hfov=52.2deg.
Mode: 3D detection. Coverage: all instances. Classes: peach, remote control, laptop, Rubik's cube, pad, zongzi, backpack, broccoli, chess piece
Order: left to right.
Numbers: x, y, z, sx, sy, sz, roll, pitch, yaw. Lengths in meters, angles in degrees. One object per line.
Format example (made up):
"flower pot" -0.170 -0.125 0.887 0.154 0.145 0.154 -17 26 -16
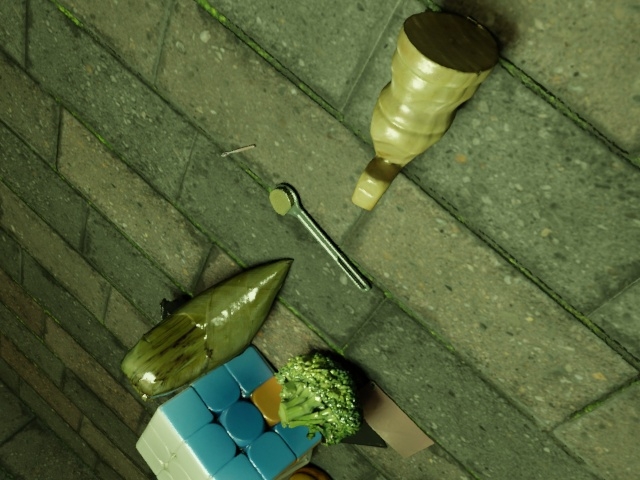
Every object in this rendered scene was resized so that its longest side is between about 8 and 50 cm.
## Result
"backpack" -0.350 0.228 1.655 0.105 0.120 0.165 -8 145 0
"zongzi" -0.233 0.178 1.366 0.160 0.323 0.360 53 136 7
"Rubik's cube" -0.224 0.483 1.577 0.290 0.291 0.291 49 138 11
"remote control" -0.077 0.588 1.735 0.029 0.067 0.261 24 141 -13
"peach" -0.033 0.657 1.691 0.138 0.138 0.138 23 133 27
"broccoli" -0.004 0.343 1.391 0.176 0.226 0.198 -11 117 -2
"laptop" 0.054 0.432 1.534 0.197 0.016 0.135 -10 114 45
"pad" 0.148 0.391 1.421 0.188 0.006 0.113 45 132 2
"chess piece" 0.125 -0.167 0.928 0.137 0.137 0.301 39 142 11

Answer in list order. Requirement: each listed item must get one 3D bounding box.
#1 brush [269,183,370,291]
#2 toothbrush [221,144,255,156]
"brush" 0.000 0.000 1.237 0.266 0.027 0.062 48 140 0
"toothbrush" -0.158 -0.172 1.256 0.097 0.008 0.006 -7 129 43
